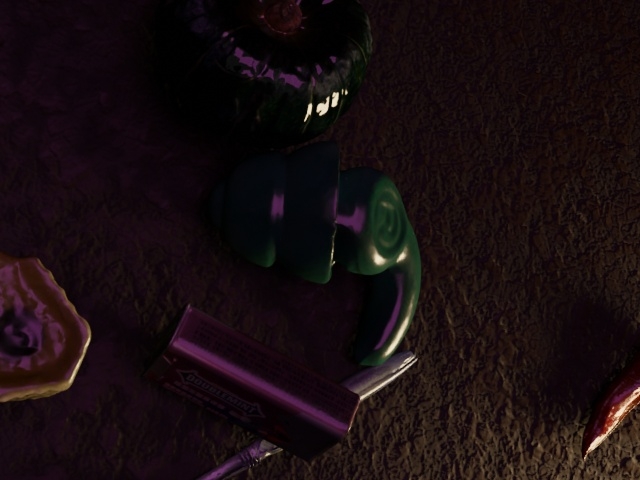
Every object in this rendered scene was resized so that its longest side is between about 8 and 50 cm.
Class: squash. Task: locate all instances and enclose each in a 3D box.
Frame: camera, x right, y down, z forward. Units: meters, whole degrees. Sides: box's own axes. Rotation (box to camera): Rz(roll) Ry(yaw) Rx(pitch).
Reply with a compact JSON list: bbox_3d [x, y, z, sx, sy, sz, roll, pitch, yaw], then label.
[{"bbox_3d":[-0.066,-0.227,1.523,0.252,0.165,0.252,14,54,-21],"label":"squash"}]

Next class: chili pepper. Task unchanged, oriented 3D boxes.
[{"bbox_3d":[0.422,0.194,1.794,0.050,0.059,0.268,37,66,24],"label":"chili pepper"}]

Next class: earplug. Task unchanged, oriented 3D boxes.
[{"bbox_3d":[-0.001,-0.001,1.576,0.280,0.257,0.164,11,44,-7],"label":"earplug"}]

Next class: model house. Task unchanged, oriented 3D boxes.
[{"bbox_3d":[-0.346,0.081,1.348,0.234,0.193,0.174,21,71,-22],"label":"model house"}]

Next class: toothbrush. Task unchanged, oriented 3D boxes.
[{"bbox_3d":[-0.042,0.228,1.564,0.413,0.042,0.035,-29,96,-29],"label":"toothbrush"}]

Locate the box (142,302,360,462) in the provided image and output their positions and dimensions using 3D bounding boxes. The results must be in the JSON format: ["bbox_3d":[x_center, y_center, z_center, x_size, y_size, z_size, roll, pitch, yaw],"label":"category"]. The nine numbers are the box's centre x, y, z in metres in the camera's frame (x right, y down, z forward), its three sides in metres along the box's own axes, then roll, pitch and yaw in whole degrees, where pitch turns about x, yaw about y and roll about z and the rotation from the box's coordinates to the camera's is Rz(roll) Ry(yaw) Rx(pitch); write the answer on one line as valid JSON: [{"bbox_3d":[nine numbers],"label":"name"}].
[{"bbox_3d":[-0.078,0.162,1.489,0.224,0.120,0.069,29,57,-8],"label":"box"}]
